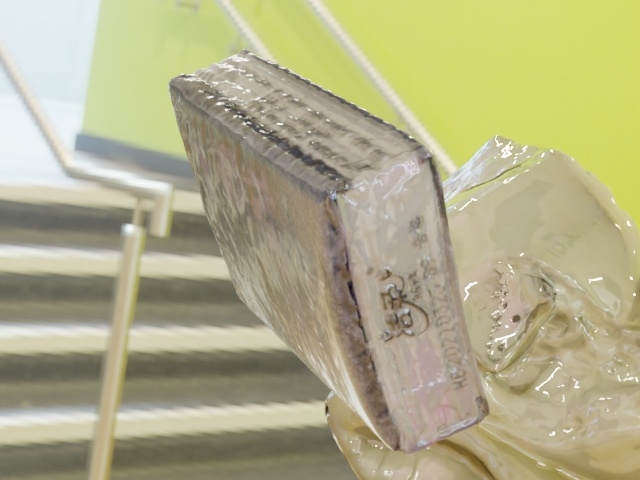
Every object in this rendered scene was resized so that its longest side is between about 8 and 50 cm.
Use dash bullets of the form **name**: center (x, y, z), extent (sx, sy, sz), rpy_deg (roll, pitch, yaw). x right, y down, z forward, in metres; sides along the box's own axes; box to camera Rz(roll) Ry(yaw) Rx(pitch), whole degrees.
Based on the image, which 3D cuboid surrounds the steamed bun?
- **steamed bun**: center (0.124, 0.105, 0.860), extent (0.320, 0.206, 0.275), rpy_deg (50, -9, 42)

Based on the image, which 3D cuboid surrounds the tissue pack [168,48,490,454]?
- **tissue pack**: center (0.000, 0.000, 0.571), extent (0.051, 0.112, 0.156), rpy_deg (-24, 28, -15)
